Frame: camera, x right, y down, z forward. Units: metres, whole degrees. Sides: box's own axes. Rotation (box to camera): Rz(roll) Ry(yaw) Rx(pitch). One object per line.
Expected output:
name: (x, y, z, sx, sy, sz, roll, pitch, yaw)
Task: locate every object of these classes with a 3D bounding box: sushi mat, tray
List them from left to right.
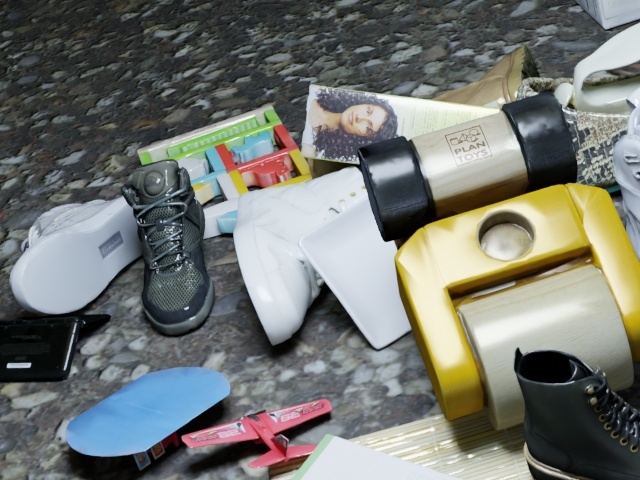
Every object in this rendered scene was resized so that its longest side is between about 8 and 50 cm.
tray: (0.115, -0.003, 1.785, 0.270, 0.145, 0.030, -32, -11, -27)
sushi mat: (0.104, 0.199, 1.507, 0.316, 0.019, 0.151, -16, 29, 1)

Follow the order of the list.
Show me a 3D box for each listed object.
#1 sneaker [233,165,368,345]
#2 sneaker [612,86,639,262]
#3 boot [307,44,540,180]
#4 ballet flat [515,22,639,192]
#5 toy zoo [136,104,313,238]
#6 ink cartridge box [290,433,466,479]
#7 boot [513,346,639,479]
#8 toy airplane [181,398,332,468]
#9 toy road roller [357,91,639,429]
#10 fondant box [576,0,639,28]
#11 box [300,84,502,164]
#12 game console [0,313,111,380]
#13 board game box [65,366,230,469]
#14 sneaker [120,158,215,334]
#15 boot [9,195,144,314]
sneaker: (0.000, 0.000, 1.827, 0.169, 0.108, 0.292, -17, 27, 6)
sneaker: (0.365, 0.000, 1.523, 0.137, 0.210, 0.366, -21, 28, -8)
boot: (0.133, -0.145, 2.033, 0.269, 0.089, 0.236, -19, 6, 16)
ballet flat: (0.443, -0.170, 1.819, 0.482, 0.182, 0.164, -11, 27, 9)
toy zoo: (-0.115, -0.076, 2.105, 0.192, 0.030, 0.293, -20, 29, -6)
ink cartridge box: (0.059, 0.258, 1.371, 0.235, 0.056, 0.171, 14, 46, 33)
boot: (0.251, 0.153, 1.368, 0.198, 0.137, 0.077, 3, 45, 23)
toy airplane: (-0.049, 0.183, 1.586, 0.151, 0.028, 0.151, -10, 9, 2)
toy road roller: (0.175, 0.041, 1.600, 0.202, 0.240, 0.329, -17, 58, -3)
fondant box: (0.446, -0.421, 2.365, 0.238, 0.096, 0.330, -18, 29, -3)
box: (0.099, -0.119, 1.899, 0.232, 0.087, 0.058, 7, 3, 13)
game console: (-0.308, 0.118, 1.878, 0.122, 0.071, 0.107, -4, 60, 24)
board game box: (-0.168, 0.181, 1.672, 0.168, 0.033, 0.133, -32, 26, -36)
sneaker: (-0.174, -0.002, 1.884, 0.087, 0.130, 0.227, -14, 42, 9)
boot: (-0.305, 0.019, 1.974, 0.123, 0.095, 0.258, -5, 16, 32)
